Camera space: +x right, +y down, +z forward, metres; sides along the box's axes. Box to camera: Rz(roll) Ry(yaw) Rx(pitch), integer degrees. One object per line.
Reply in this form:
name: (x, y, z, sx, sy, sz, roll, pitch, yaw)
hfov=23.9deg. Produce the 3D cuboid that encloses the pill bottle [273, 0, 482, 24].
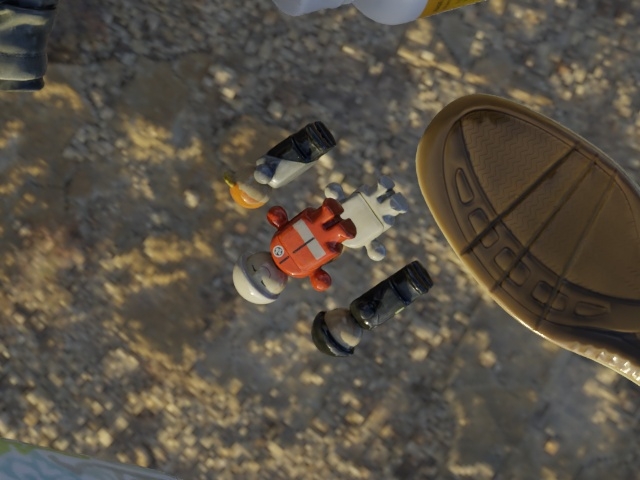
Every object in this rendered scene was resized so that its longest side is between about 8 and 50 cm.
pill bottle: (0.074, -0.177, 0.747, 0.215, 0.117, 0.117, -18, 122, -17)

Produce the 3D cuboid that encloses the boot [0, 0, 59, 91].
boot: (-0.197, -0.156, 0.689, 0.246, 0.083, 0.161, 17, 100, -47)

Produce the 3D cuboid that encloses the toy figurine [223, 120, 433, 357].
toy figurine: (0.000, 0.000, 1.655, 0.148, 0.209, 0.213, -36, 133, 22)

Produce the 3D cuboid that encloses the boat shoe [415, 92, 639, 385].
boat shoe: (0.184, 0.022, 0.930, 0.302, 0.098, 0.109, 37, 100, -1)

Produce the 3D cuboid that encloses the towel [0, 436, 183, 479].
towel: (-0.159, 0.191, 0.576, 0.321, 0.374, 0.090, 21, 112, -29)
